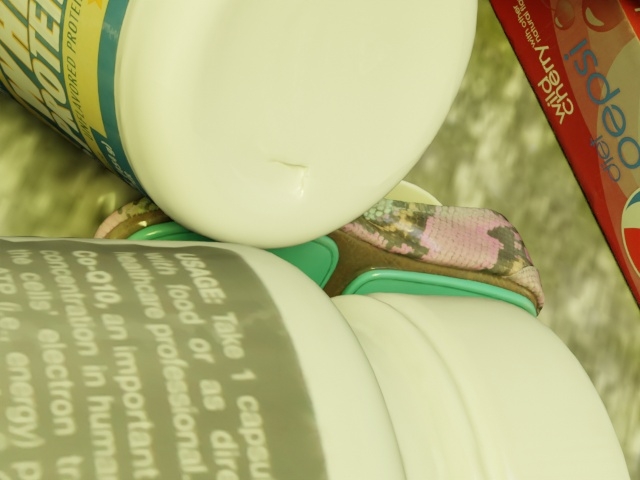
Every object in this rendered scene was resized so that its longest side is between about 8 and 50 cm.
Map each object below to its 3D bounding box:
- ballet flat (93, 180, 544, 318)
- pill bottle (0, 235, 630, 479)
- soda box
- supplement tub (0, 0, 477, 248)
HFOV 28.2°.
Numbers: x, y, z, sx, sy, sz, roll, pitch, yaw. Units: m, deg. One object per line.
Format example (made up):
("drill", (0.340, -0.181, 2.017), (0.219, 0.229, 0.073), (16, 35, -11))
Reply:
("ballet flat", (0.000, 0.000, 0.560), (0.221, 0.077, 0.079), (9, 46, -29))
("pill bottle", (-0.100, 0.099, 0.375), (0.361, 0.204, 0.204), (2, 67, -26))
("soda box", (0.192, -0.046, 0.665), (0.092, 0.083, 0.263), (-15, 75, -31))
("supplement tub", (-0.057, -0.098, 0.477), (0.144, 0.144, 0.199), (-23, 40, -33))
